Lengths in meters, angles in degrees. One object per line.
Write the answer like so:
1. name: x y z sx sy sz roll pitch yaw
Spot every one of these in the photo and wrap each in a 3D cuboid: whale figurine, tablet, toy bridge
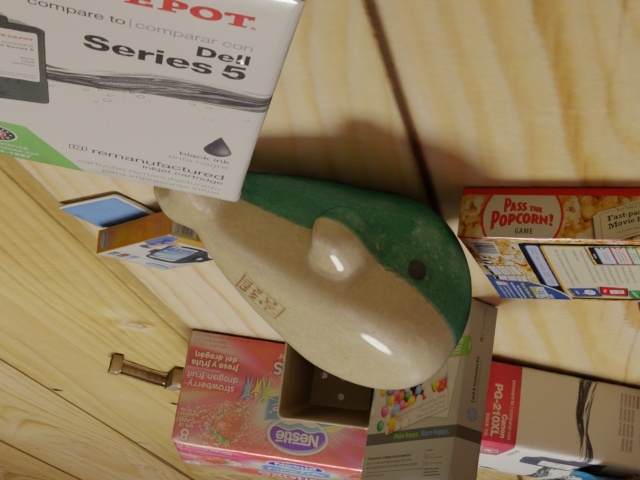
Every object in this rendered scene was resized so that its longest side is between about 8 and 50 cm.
1. whale figurine: 0.000 0.000 1.033 0.272 0.141 0.216 36 159 -2
2. tablet: -0.194 -0.027 1.186 0.083 0.006 0.054 -9 154 41
3. toy bridge: -0.202 0.194 1.798 0.188 0.026 0.063 14 163 -14

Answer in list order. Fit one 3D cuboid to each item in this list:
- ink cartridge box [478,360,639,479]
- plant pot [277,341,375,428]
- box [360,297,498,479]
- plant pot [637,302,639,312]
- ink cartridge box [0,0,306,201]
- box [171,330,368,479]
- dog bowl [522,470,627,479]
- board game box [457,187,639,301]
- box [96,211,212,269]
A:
1. ink cartridge box: 0.266 0.223 1.546 0.237 0.100 0.172 12 162 -10
2. plant pot: 0.019 0.155 1.476 0.109 0.109 0.096 5 173 12
3. box: 0.108 0.160 1.306 0.038 0.186 0.145 23 157 -30
4. plant pot: 0.403 0.185 1.122 0.272 0.265 0.272 9 161 3
5. ink cartridge box: -0.114 -0.132 0.675 0.198 0.115 0.273 11 161 -6
6. box: -0.020 0.216 1.598 0.300 0.142 0.154 9 160 2
7. dog bowl: 0.311 0.364 1.551 0.074 0.166 0.297 1 165 -20
8. board game box: 0.221 0.006 1.026 0.193 0.045 0.147 1 159 22
9. box: -0.146 0.002 1.205 0.081 0.028 0.136 16 159 -39
